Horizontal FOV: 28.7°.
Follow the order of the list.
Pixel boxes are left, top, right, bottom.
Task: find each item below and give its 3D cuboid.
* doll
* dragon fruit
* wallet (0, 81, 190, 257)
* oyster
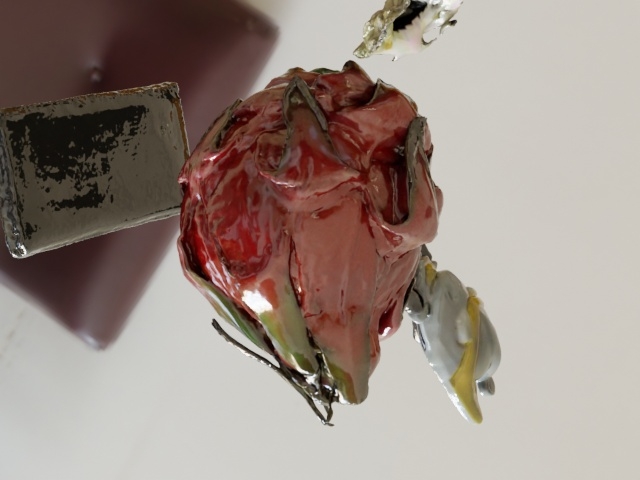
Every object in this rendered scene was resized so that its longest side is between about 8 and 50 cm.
[{"bbox_3d":[0.152,0.088,1.601,0.103,0.316,0.145,-34,-151,8],"label":"doll"},{"bbox_3d":[0.000,0.000,0.973,0.233,0.293,0.234,-10,152,-5],"label":"dragon fruit"},{"bbox_3d":[-0.223,-0.079,1.284,0.285,0.030,0.146,-21,105,-56],"label":"wallet"},{"bbox_3d":[0.124,-0.299,1.596,0.132,0.072,0.209,-21,166,-19],"label":"oyster"}]
